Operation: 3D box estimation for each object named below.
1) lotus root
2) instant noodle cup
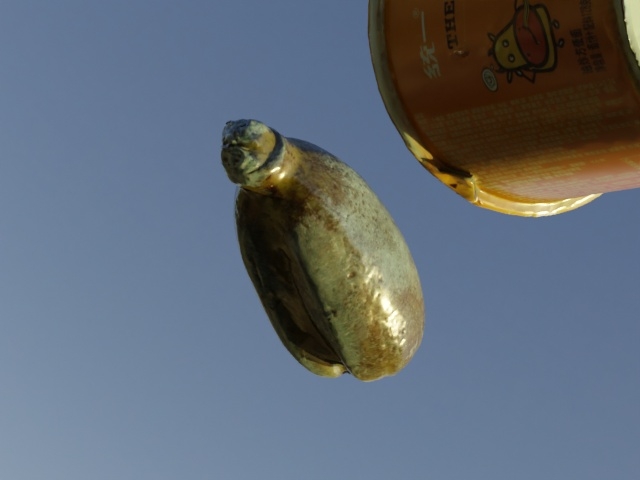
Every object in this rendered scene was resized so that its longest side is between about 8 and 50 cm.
[{"bbox_3d":[0.000,0.000,1.162,0.158,0.140,0.322,6,-48,40],"label":"lotus root"},{"bbox_3d":[0.156,-0.118,0.618,0.216,0.216,0.172,49,-19,-21],"label":"instant noodle cup"}]
